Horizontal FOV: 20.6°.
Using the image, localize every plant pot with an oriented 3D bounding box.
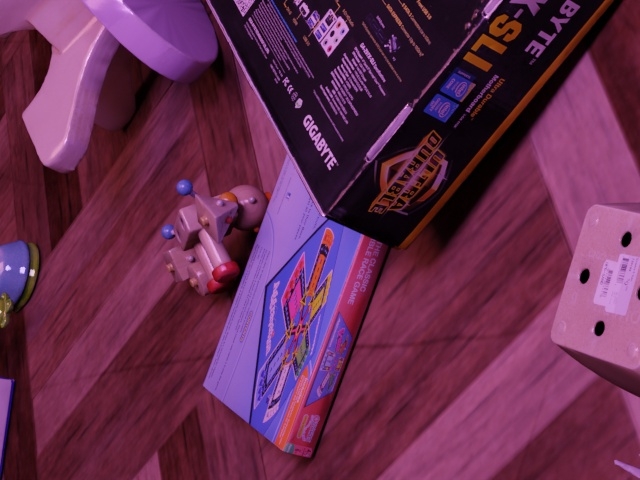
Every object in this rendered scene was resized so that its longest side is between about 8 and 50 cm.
[{"bbox_3d":[0.181,0.032,0.879,0.109,0.096,0.109,18,91,61],"label":"plant pot"}]

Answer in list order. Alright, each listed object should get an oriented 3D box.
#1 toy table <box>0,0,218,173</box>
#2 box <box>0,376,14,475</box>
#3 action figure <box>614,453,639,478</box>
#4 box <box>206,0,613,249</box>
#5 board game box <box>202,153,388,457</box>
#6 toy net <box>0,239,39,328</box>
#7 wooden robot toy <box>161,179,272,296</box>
[{"bbox_3d":[-0.218,-0.194,1.530,0.161,0.252,0.274,-44,39,18],"label":"toy table"},{"bbox_3d":[-0.366,0.201,1.723,0.137,0.072,0.126,-25,54,53],"label":"box"},{"bbox_3d":[0.147,0.218,0.845,0.285,0.099,0.185,-63,22,9],"label":"action figure"},{"bbox_3d":[0.050,-0.189,1.181,0.257,0.079,0.322,-50,40,19],"label":"box"},{"bbox_3d":[0.000,0.000,1.262,0.145,0.027,0.281,30,101,60],"label":"board game box"},{"bbox_3d":[-0.349,0.103,1.776,0.232,0.045,0.122,-51,39,36],"label":"toy net"},{"bbox_3d":[-0.068,-0.006,1.356,0.076,0.079,0.173,59,159,12],"label":"wooden robot toy"}]
